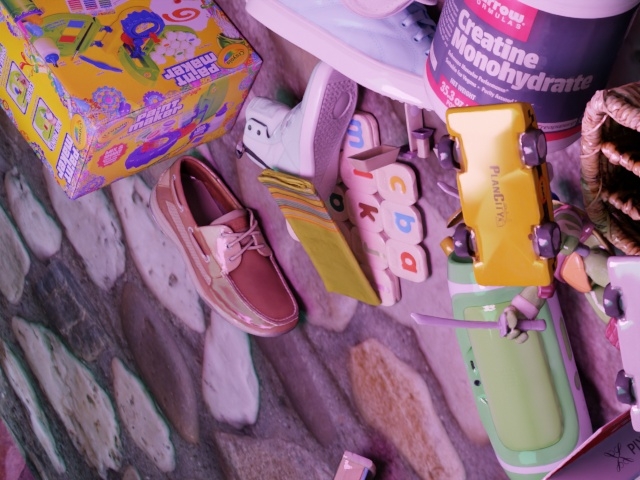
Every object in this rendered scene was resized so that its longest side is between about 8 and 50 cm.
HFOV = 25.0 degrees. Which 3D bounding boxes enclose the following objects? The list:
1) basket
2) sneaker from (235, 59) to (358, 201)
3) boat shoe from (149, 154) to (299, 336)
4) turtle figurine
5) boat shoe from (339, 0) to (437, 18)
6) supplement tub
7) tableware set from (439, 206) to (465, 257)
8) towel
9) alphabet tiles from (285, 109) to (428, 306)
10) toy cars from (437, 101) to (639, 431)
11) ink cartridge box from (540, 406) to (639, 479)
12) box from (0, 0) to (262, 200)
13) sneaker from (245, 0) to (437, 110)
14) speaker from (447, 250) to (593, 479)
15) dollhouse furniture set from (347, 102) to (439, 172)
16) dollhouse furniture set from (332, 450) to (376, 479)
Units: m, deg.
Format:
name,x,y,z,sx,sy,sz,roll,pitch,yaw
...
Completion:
name,x,y,z,sx,sy,sz,roll,pitch,yaw
basket,0.385,-0.010,1.358,0.299,0.223,0.213,37,127,26
sneaker,-0.041,-0.166,1.901,0.151,0.094,0.256,38,142,21
boat shoe,-0.143,0.006,2.171,0.324,0.123,0.116,48,141,17
turtle figurine,0.256,0.061,1.548,0.266,0.274,0.198,37,119,25
boat shoe,0.087,-0.305,1.479,0.367,0.135,0.156,123,156,-60
supplement tub,0.224,-0.240,1.476,0.191,0.191,0.272,43,141,26
tableware set,0.188,-0.030,1.735,0.024,0.104,0.154,51,144,13
towel,0.000,0.000,1.954,0.102,0.021,0.237,20,150,45
alphabet tiles,0.041,-0.051,1.981,0.278,0.021,0.284,18,126,46
toy cars,0.260,0.017,1.395,0.393,0.087,0.176,43,126,4
ink cartridge box,0.338,0.223,1.560,0.060,0.275,0.239,54,142,14
box,-0.293,-0.255,2.037,0.279,0.290,0.177,52,144,16
sneaker,0.075,-0.266,1.708,0.366,0.135,0.150,30,110,20
speaker,0.244,0.146,1.760,0.131,0.131,0.297,2,114,51
dollhouse furniture set,0.095,-0.132,1.780,0.091,0.114,0.081,17,121,49
dollhouse furniture set,0.130,0.488,2.187,0.303,0.198,0.286,23,161,3
